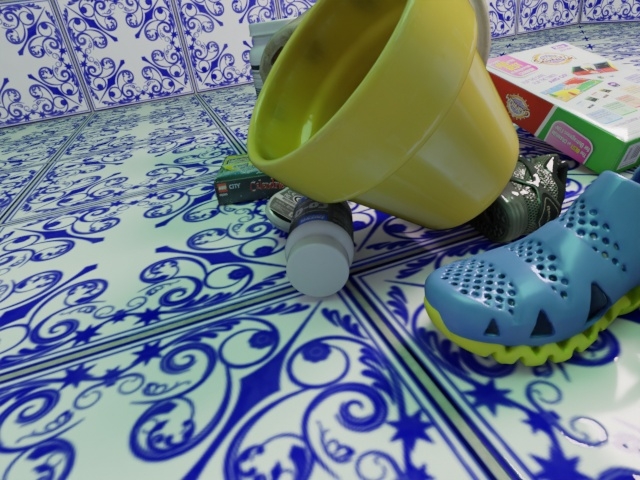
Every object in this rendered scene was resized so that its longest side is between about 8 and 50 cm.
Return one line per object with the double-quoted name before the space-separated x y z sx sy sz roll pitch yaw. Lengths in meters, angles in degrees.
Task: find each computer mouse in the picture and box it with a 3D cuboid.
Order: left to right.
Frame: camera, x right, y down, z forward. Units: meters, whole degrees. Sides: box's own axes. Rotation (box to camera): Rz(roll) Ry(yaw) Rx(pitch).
"computer mouse" -0.026 -0.061 0.645 0.106 0.042 0.193 31 40 7

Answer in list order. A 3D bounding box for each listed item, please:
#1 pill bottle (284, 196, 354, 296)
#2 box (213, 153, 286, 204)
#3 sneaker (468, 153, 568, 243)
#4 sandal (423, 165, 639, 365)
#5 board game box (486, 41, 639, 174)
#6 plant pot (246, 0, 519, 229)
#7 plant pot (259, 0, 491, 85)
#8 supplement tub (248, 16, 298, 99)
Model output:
"pill bottle" 0.000 0.000 0.496 0.078 0.078 0.137 -6 27 5
"box" -0.071 -0.131 0.804 0.233 0.044 0.159 -8 28 0
"sneaker" 0.234 -0.080 0.581 0.130 0.087 0.227 -13 31 -13
"sandal" 0.235 0.002 0.366 0.317 0.138 0.126 -16 30 -10
"board game box" 0.457 -0.248 0.751 0.242 0.064 0.316 -19 47 -18
"plant pot" 0.085 -0.132 0.478 0.254 0.239 0.254 -35 39 35
"plant pot" 0.072 -0.298 0.738 0.333 0.334 0.305 14 44 36
"supplement tub" -0.056 -0.358 0.988 0.191 0.272 0.191 -6 27 3
